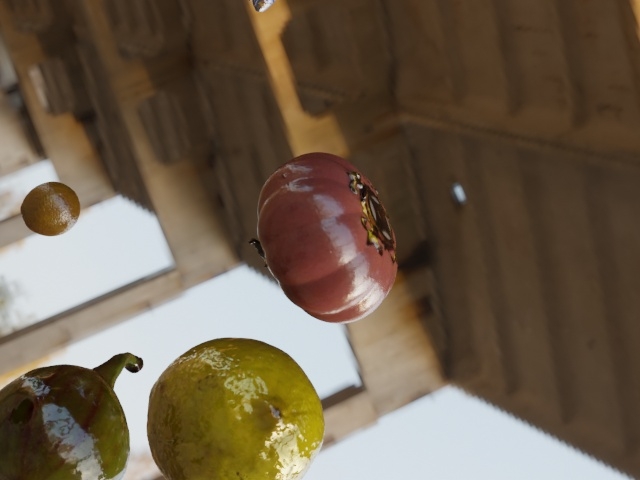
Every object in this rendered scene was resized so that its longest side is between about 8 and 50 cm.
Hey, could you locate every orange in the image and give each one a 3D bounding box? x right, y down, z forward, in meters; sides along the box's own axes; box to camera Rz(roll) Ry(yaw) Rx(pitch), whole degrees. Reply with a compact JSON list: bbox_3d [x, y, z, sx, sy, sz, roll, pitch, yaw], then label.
[{"bbox_3d":[-0.383,-0.045,2.137,0.085,0.085,0.085,53,-23,34],"label":"orange"}]

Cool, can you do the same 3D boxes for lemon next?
[{"bbox_3d":[-0.122,0.259,2.142,0.284,0.260,0.260,24,-46,59],"label":"lemon"}]

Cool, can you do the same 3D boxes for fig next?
[{"bbox_3d":[-0.190,0.139,1.235,0.124,0.236,0.124,9,-64,18],"label":"fig"}]

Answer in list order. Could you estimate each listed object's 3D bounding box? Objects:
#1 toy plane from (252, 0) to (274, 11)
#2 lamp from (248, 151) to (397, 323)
[{"bbox_3d":[-0.027,-0.306,1.530,0.054,0.167,0.062,28,-6,-39],"label":"toy plane"},{"bbox_3d":[0.000,0.000,1.542,0.182,0.140,0.182,57,18,-29],"label":"lamp"}]
